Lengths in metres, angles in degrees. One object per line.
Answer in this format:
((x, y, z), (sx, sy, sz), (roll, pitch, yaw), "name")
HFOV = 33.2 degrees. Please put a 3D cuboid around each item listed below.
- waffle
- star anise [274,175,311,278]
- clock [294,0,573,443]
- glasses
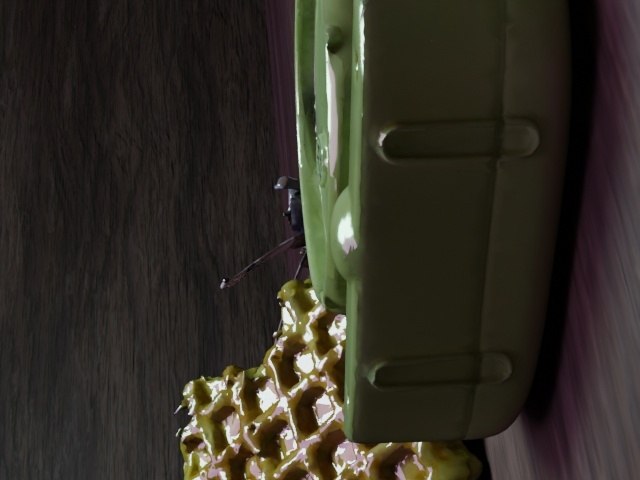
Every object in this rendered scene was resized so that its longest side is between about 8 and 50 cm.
((-0.008, 0.161, 0.824), (0.281, 0.058, 0.301), (33, 99, 42), "waffle")
((0.000, 0.001, 1.476), (0.230, 0.081, 0.262), (-98, -4, -48), "star anise")
((0.048, -0.074, 0.662), (0.348, 0.117, 0.286), (-102, 10, -60), "clock")
((-0.014, 0.047, 1.068), (0.255, 0.095, 0.162), (-49, -16, -23), "glasses")
